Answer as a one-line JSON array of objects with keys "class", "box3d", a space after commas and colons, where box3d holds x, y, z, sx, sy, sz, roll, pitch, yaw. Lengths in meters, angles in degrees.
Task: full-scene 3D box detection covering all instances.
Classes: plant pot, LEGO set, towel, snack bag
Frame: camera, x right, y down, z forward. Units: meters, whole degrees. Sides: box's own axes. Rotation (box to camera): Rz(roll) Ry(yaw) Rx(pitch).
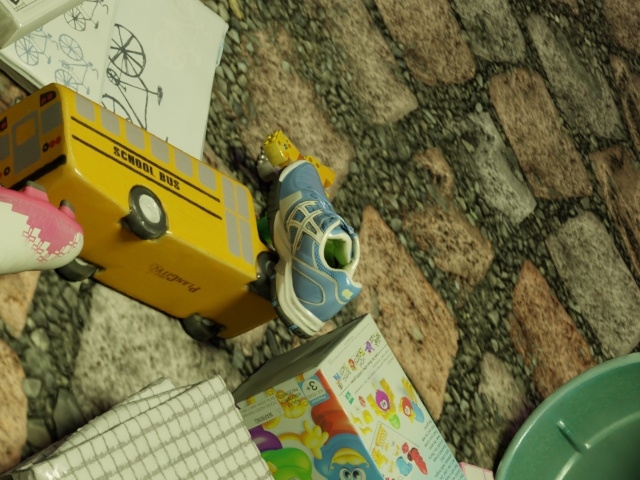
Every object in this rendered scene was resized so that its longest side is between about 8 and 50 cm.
[{"class": "plant pot", "box3d": [0.420, 0.359, 2.319, 0.334, 0.341, 0.341, 50, 31, -39]}, {"class": "LEGO set", "box3d": [-0.047, -0.053, 2.113, 0.093, 0.087, 0.227, 50, 31, -24]}, {"class": "towel", "box3d": [-0.146, 0.255, 1.687, 0.235, 0.121, 0.283, 62, 31, 1]}, {"class": "snack bag", "box3d": [-0.216, -0.215, 2.026, 0.342, 0.037, 0.323, 43, 35, -33]}]

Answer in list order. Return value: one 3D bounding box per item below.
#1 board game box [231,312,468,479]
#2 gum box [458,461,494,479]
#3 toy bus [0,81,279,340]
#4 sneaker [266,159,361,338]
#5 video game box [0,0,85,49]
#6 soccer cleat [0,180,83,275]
[{"class": "board game box", "box3d": [0.038, 0.238, 1.961, 0.275, 0.142, 0.144, 60, 30, -6]}, {"class": "gum box", "box3d": [0.137, 0.330, 2.079, 0.062, 0.107, 0.188, 23, 48, -49]}, {"class": "toy bus", "box3d": [-0.159, -0.018, 1.887, 0.332, 0.108, 0.130, 29, 42, -45]}, {"class": "sneaker", "box3d": [0.000, 0.000, 1.933, 0.080, 0.081, 0.211, 38, 31, -38]}, {"class": "video game box", "box3d": [-0.295, -0.293, 1.888, 0.187, 0.048, 0.205, 51, 39, -1]}, {"class": "soccer cleat", "box3d": [-0.326, 0.003, 1.630, 0.331, 0.116, 0.143, 22, 72, -53]}]
